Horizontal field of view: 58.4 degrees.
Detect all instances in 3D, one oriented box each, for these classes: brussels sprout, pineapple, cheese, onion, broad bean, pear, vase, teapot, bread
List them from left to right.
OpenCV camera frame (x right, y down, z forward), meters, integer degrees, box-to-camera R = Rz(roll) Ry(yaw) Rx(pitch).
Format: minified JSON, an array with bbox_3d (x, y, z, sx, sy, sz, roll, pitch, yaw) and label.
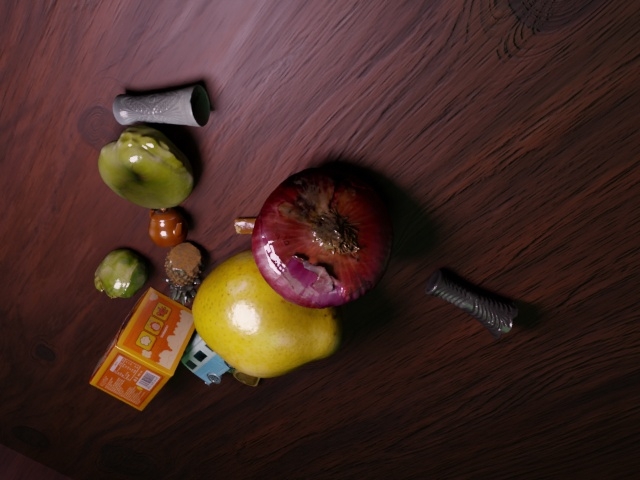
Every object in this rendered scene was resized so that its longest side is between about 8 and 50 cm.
[{"bbox_3d":[-0.602,0.100,1.746,0.131,0.145,0.183,27,180,-41],"label":"brussels sprout"},{"bbox_3d":[-0.438,-0.177,1.445,0.238,0.119,0.291,6,152,-5],"label":"broad bean"},{"bbox_3d":[-0.381,-0.315,1.362,0.219,0.096,0.096,1,130,17],"label":"vase"},{"bbox_3d":[-0.429,-0.049,1.595,0.173,0.116,0.116,21,142,42],"label":"teapot"},{"bbox_3d":[-0.421,0.110,1.738,0.125,0.125,0.251,19,142,-2],"label":"pineapple"},{"bbox_3d":[-0.293,0.469,2.050,0.162,0.036,0.086,21,131,-4],"label":"cheese"},{"bbox_3d":[-0.195,-0.041,1.584,0.083,0.036,0.047,0,122,17],"label":"bread"},{"bbox_3d":[-0.137,0.196,1.572,0.418,0.362,0.362,3,131,9],"label":"pear"},{"bbox_3d":[0.000,0.000,1.412,0.348,0.347,0.285,21,166,-4],"label":"onion"},{"bbox_3d":[0.408,0.165,1.568,0.237,0.115,0.115,29,131,-6],"label":"vase"}]

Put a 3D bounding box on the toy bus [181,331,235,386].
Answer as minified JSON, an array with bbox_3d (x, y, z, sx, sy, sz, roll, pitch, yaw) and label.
[{"bbox_3d":[-0.339,0.352,1.898,0.165,0.133,0.271,38,131,-13],"label":"toy bus"}]

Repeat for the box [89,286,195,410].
[{"bbox_3d":[-0.576,0.354,1.876,0.214,0.259,0.283,32,130,-15],"label":"box"}]
